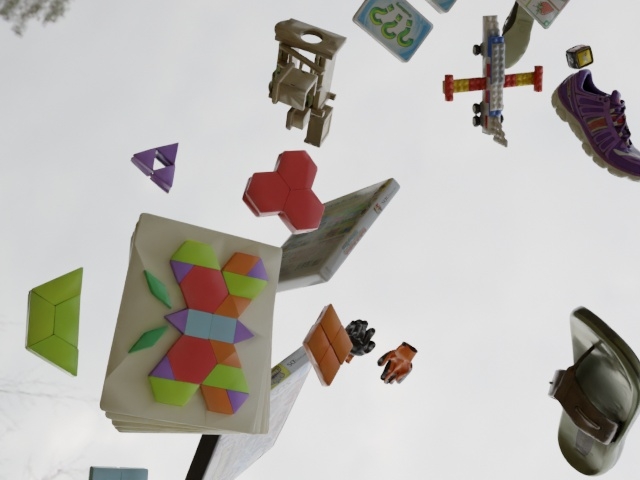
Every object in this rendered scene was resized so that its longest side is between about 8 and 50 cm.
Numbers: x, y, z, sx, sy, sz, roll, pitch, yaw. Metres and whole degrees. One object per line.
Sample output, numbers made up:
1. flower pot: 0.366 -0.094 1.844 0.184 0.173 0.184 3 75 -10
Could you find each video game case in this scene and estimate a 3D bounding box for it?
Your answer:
1. video game case: 0.000 0.000 1.239 0.206 0.026 0.227 -51 -162 -29
2. video game case: -0.128 0.329 1.374 0.035 0.248 0.275 37 -52 19

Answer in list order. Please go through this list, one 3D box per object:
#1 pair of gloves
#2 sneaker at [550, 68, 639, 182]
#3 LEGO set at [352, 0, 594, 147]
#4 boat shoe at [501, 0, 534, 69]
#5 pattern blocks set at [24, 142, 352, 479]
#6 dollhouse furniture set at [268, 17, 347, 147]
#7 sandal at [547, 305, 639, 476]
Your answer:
1. pair of gloves: 0.059 0.118 0.842 0.083 0.010 0.074 30 -45 6
2. sneaker: 0.349 -0.141 0.973 0.071 0.068 0.170 -51 -119 38
3. LEGO set: 0.180 -0.223 0.828 0.182 0.244 0.060 -52 -157 5
4. boat shoe: 0.325 -0.352 1.329 0.043 0.049 0.137 -101 -153 -67
5. pattern blocks set: -0.102 0.074 0.685 0.026 0.285 0.325 -23 -109 62
6. dollhouse furniture set: -0.050 -0.200 1.173 0.101 0.182 0.161 22 -133 10
7. sandal: 0.348 0.218 1.046 0.086 0.303 0.120 -22 -141 -19
